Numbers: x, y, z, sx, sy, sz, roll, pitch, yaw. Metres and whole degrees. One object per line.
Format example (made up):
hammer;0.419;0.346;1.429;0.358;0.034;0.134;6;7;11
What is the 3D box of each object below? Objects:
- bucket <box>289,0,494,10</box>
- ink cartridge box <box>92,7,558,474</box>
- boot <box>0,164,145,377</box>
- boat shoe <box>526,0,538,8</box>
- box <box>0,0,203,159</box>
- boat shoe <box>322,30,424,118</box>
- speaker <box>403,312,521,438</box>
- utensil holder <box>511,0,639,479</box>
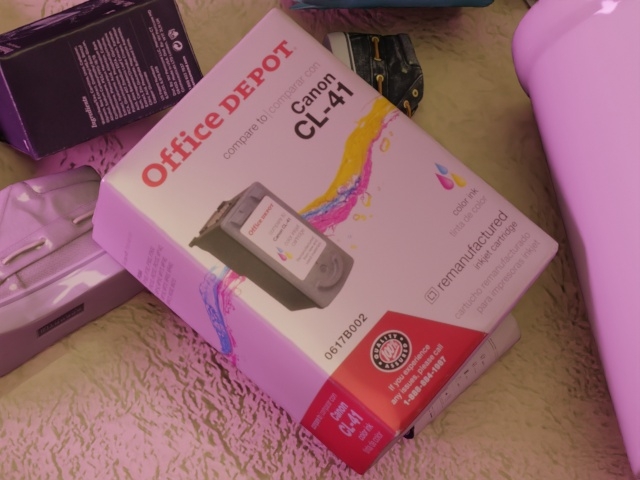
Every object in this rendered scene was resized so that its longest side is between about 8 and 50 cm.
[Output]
bucket;0.070;-0.335;1.505;0.183;0.281;0.281;2;68;-12
ink cartridge box;0.000;0.000;1.360;0.306;0.131;0.226;41;67;4
boot;-0.269;0.033;1.404;0.258;0.095;0.123;-28;69;-26
boat shoe;0.208;-0.265;1.588;0.075;0.083;0.226;-31;77;-20
box;-0.201;-0.145;1.428;0.158;0.156;0.093;-25;107;-17
boat shoe;0.056;-0.108;1.513;0.083;0.065;0.183;-4;69;-11
speaker;0.108;0.106;1.441;0.136;0.055;0.055;-41;79;-20
utensil holder;0.359;-0.025;1.387;0.327;0.327;0.386;-8;71;-11
